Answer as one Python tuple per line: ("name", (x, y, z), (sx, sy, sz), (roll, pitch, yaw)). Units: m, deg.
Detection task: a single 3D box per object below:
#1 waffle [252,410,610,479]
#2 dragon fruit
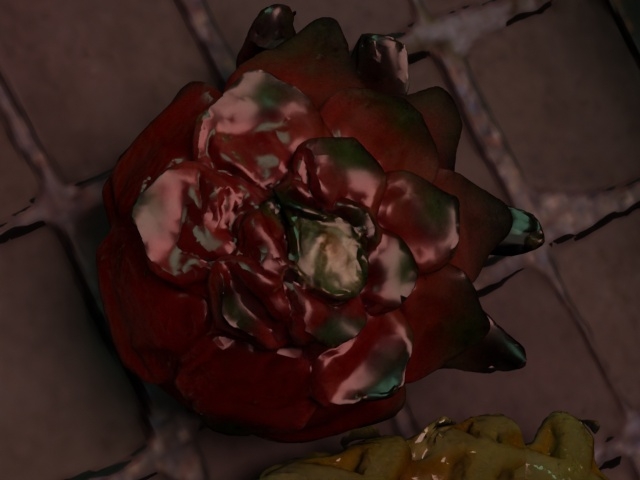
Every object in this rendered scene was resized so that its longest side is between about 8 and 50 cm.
("waffle", (0.039, 0.162, 0.643), (0.214, 0.054, 0.208), (-17, 89, -22))
("dragon fruit", (-0.006, -0.002, 0.629), (0.142, 0.121, 0.130), (-14, 117, -53))
